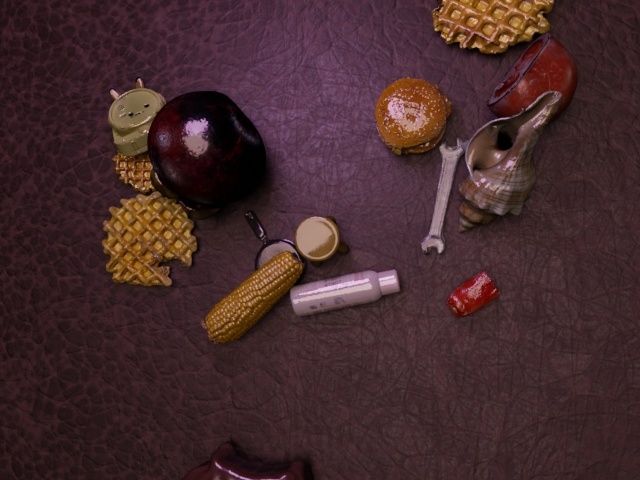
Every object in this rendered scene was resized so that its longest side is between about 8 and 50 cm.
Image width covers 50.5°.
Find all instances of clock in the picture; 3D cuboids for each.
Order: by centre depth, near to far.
[{"bbox_3d":[-0.482,-0.334,1.784,0.170,0.069,0.232,-28,57,-5],"label":"clock"}]

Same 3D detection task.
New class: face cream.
[{"bbox_3d":[0.063,0.124,1.660,0.269,0.082,0.082,-13,82,8],"label":"face cream"}]

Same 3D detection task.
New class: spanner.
[{"bbox_3d":[0.303,-0.110,1.671,0.071,0.017,0.301,10,86,11],"label":"spanner"}]

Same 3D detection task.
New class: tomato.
[{"bbox_3d":[0.514,-0.356,1.593,0.155,0.181,0.214,39,94,-3],"label":"tomato"}]

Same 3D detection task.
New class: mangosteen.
[{"bbox_3d":[-0.292,-0.214,1.654,0.300,0.300,0.300,-1,84,10],"label":"mangosteen"}]

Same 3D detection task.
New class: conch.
[{"bbox_3d":[0.420,-0.180,1.579,0.203,0.169,0.386,30,105,8],"label":"conch"}]

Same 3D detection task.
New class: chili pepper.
[{"bbox_3d":[0.359,0.130,1.613,0.123,0.073,0.070,-35,38,3],"label":"chili pepper"}]

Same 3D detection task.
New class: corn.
[{"bbox_3d":[-0.163,0.144,1.674,0.305,0.106,0.106,-40,79,13],"label":"corn"}]

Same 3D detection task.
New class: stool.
[{"bbox_3d":[0.000,0.000,1.668,0.134,0.110,0.135,18,89,13],"label":"stool"}]

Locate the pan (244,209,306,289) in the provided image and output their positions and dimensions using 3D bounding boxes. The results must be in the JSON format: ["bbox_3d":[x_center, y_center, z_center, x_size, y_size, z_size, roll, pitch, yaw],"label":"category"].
[{"bbox_3d":[-0.131,0.022,1.731,0.136,0.028,0.235,-35,80,8],"label":"pan"}]

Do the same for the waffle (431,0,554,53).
[{"bbox_3d":[0.425,-0.611,1.662,0.307,0.060,0.311,-1,82,17],"label":"waffle"}]

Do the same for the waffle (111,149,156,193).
[{"bbox_3d":[-0.466,-0.215,1.810,0.191,0.038,0.191,-1,83,11],"label":"waffle"}]

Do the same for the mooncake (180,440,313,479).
[{"bbox_3d":[-0.168,0.637,1.610,0.326,0.174,0.334,44,94,14],"label":"mooncake"}]

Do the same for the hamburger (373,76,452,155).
[{"bbox_3d":[0.229,-0.306,1.654,0.191,0.118,0.181,-12,86,5],"label":"hamburger"}]

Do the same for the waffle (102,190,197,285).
[{"bbox_3d":[-0.449,-0.004,1.780,0.261,0.056,0.250,-1,83,12],"label":"waffle"}]
